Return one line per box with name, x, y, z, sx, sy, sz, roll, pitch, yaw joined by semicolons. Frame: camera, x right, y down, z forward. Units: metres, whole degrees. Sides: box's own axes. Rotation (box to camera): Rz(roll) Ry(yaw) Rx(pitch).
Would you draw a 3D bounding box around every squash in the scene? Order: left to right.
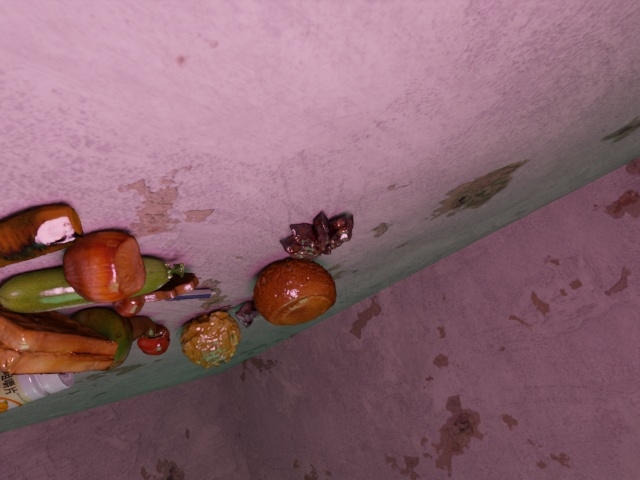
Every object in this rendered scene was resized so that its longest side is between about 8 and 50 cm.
squash;-0.499;0.093;0.938;0.379;0.101;0.101;-6;156;-34

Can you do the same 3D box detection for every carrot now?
carrot;-0.496;-0.006;0.693;0.173;0.082;0.082;-20;162;-11

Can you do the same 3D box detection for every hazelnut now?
hazelnut;-0.439;0.054;0.846;0.150;0.150;0.150;-21;162;-7
hazelnut;-0.542;0.174;1.166;0.086;0.086;0.086;-21;162;-7

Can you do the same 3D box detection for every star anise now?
star anise;-0.265;0.297;1.784;0.198;0.110;0.257;-26;168;11
star anise;0.001;-0.001;1.267;0.223;0.109;0.236;-7;159;-29

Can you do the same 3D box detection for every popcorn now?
popcorn;-0.458;0.406;1.725;0.249;0.249;0.225;-19;-169;-11

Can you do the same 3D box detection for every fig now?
fig;-0.635;0.286;1.189;0.181;0.191;0.181;-33;154;-19

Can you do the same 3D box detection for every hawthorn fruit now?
hawthorn fruit;-0.631;0.379;1.563;0.128;0.128;0.128;-21;162;-7

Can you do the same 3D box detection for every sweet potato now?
sweet potato;-0.659;0.303;1.354;0.310;0.098;0.124;-4;162;-37

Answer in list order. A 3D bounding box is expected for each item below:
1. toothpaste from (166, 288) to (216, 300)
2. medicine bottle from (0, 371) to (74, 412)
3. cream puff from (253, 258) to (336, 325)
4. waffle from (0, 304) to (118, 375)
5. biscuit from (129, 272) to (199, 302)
toothpaste;-0.431;0.179;1.365;0.197;0.035;0.057;3;143;-47
medicine bottle;-0.964;0.442;1.278;0.318;0.158;0.158;-18;161;-14
cream puff;-0.096;0.172;1.474;0.303;0.212;0.303;-16;153;-8
waffle;-0.643;0.219;0.942;0.098;0.224;0.327;-63;166;-11
biscuit;-0.410;0.128;1.084;0.182;0.034;0.215;-14;-169;-27
